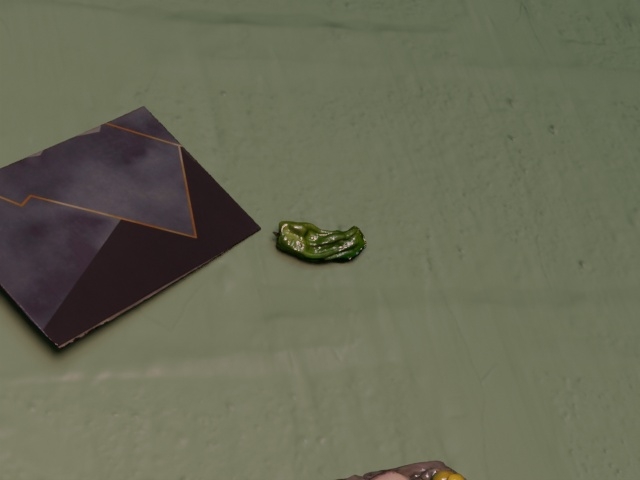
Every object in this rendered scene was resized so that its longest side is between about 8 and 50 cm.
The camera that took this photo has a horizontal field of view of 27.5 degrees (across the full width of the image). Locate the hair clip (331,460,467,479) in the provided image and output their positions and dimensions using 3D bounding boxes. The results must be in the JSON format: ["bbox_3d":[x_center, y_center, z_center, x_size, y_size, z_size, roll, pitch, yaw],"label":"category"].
[{"bbox_3d":[-0.002,0.224,0.924,0.321,0.091,0.138,-4,59,-24],"label":"hair clip"}]

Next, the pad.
[{"bbox_3d":[-0.178,-0.020,1.078,0.163,0.004,0.243,45,45,13],"label":"pad"}]

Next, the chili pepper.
[{"bbox_3d":[0.001,0.001,1.139,0.091,0.030,0.034,4,28,-22],"label":"chili pepper"}]

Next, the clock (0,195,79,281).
[{"bbox_3d":[-0.237,0.002,1.047,0.085,0.017,0.085,11,51,-14],"label":"clock"}]
